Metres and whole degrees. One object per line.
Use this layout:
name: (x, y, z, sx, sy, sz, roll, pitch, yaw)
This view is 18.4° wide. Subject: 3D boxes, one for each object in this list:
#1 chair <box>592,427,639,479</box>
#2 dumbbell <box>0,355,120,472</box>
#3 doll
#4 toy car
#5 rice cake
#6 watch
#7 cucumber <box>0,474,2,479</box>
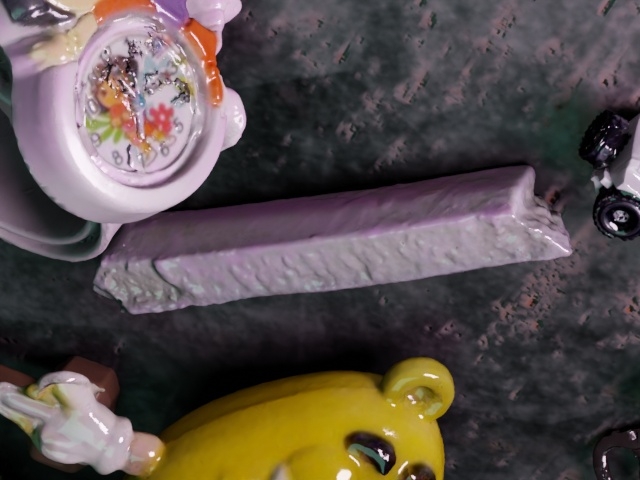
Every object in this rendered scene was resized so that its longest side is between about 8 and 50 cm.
chair: (0.291, 0.246, 1.506, 0.106, 0.113, 0.229, -12, 88, 28)
dumbbell: (-0.276, 0.110, 1.579, 0.231, 0.082, 0.092, 19, 135, 2)
doll: (-0.097, 0.229, 1.539, 0.348, 0.161, 0.423, 9, 131, -5)
toy car: (0.240, -0.022, 1.275, 0.170, 0.080, 0.070, 37, 131, -13)
rice cake: (0.000, 0.000, 1.386, 0.365, 0.073, 0.056, -7, 125, 25)
watch: (-0.185, -0.121, 1.303, 0.231, 0.196, 0.244, -5, 132, 51)
cucumber: (-0.371, 0.242, 1.741, 0.241, 0.074, 0.074, -21, 121, 28)
